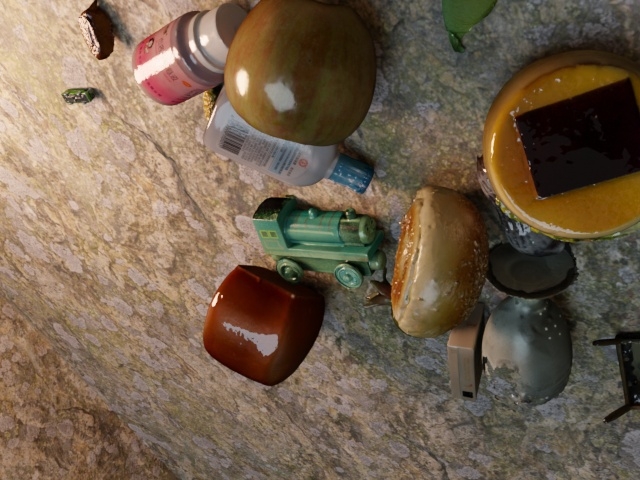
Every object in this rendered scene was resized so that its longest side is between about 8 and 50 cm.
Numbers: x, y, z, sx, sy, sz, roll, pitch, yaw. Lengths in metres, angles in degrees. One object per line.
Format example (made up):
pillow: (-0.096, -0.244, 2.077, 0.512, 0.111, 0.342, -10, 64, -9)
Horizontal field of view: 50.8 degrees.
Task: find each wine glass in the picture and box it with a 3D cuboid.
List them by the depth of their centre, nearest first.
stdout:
wine glass: (0.419, 0.171, 1.363, 0.191, 0.190, 0.356, 11, 133, 24)

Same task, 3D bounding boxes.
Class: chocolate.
chocolate: (0.358, -0.068, 1.206, 0.110, 0.110, 0.248, -10, 123, 40)

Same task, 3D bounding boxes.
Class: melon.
melon: (0.240, -0.391, 1.001, 0.114, 0.053, 0.261, 11, 144, -3)

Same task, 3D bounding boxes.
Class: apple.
apple: (-0.031, -0.286, 1.127, 0.257, 0.257, 0.233, 18, 109, 16)

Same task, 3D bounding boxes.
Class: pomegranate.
pomegranate: (0.196, 0.135, 1.503, 0.191, 0.131, 0.152, 13, 133, 5)

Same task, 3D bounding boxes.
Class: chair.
chair: (0.669, 0.261, 1.322, 0.188, 0.166, 0.272, -12, 167, 40)

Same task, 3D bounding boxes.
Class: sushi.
sushi: (-0.461, -0.436, 1.399, 0.052, 0.055, 0.120, 9, 127, 42)

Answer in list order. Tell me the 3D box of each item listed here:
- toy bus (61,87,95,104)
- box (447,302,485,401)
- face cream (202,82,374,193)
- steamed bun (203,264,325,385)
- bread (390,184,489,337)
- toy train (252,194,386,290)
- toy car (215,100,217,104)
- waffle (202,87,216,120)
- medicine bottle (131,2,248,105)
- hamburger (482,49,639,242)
toy bus: (-0.569, -0.340, 1.585, 0.083, 0.037, 0.031, 5, 134, 28)
box: (0.335, 0.253, 1.537, 0.058, 0.141, 0.201, 7, 137, 21)
face cream: (-0.055, -0.185, 1.328, 0.337, 0.080, 0.163, 23, 127, -11)
steamed bun: (-0.133, 0.210, 1.626, 0.235, 0.248, 0.379, 25, 180, 10)
bread: (0.225, 0.040, 1.272, 0.159, 0.305, 0.305, 7, 139, 1)
toy train: (0.000, 0.000, 1.512, 0.298, 0.120, 0.194, 3, 129, 31)
toy car: (-0.155, -0.249, 1.393, 0.143, 0.054, 0.073, 37, 142, -7)
waffle: (-0.230, -0.289, 1.395, 0.016, 0.078, 0.085, -7, 139, -23)
medicine bottle: (-0.236, -0.351, 1.268, 0.247, 0.147, 0.147, -13, 124, 42)
hamburger: (0.387, -0.136, 1.019, 0.301, 0.176, 0.300, 5, 104, 19)
